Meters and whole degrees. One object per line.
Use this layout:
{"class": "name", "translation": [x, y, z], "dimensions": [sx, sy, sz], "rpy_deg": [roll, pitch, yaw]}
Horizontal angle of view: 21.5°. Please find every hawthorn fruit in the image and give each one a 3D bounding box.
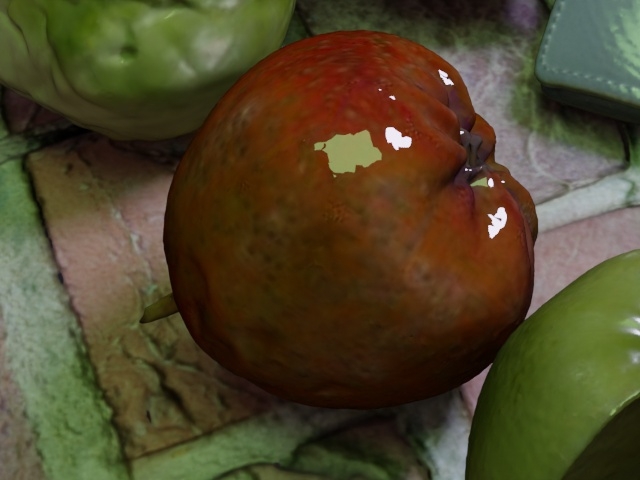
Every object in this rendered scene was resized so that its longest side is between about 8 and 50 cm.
{"class": "hawthorn fruit", "translation": [0.000, 0.000, 1.231], "dimensions": [0.298, 0.277, 0.277], "rpy_deg": [-27, 51, 12]}

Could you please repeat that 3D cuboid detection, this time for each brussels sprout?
{"class": "brussels sprout", "translation": [-0.152, -0.219, 1.418], "dimensions": [0.317, 0.242, 0.273], "rpy_deg": [-30, 46, -6]}

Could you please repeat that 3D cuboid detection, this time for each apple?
{"class": "apple", "translation": [0.236, 0.142, 1.072], "dimensions": [0.292, 0.254, 0.292], "rpy_deg": [-2, 48, 3]}

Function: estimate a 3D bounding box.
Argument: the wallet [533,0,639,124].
{"class": "wallet", "translation": [0.365, -0.175, 1.380], "dimensions": [0.360, 0.083, 0.252], "rpy_deg": [17, 74, 19]}
